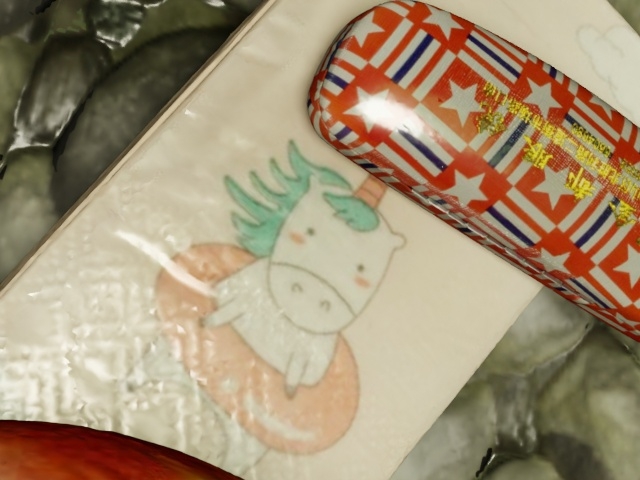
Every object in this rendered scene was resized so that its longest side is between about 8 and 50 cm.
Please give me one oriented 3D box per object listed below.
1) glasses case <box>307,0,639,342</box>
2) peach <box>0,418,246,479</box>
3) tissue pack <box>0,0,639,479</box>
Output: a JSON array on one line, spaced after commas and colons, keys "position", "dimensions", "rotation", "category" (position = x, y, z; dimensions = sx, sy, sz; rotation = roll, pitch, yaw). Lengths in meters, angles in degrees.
[{"position": [0.088, -0.028, 0.663], "dimensions": [0.194, 0.049, 0.073], "rotation": [31, 74, -18], "category": "glasses case"}, {"position": [-0.118, 0.210, 0.509], "dimensions": [0.332, 0.308, 0.307], "rotation": [-8, 87, 16], "category": "peach"}, {"position": [0.000, 0.000, 0.690], "dimensions": [0.170, 0.071, 0.325], "rotation": [44, 72, -10], "category": "tissue pack"}]
